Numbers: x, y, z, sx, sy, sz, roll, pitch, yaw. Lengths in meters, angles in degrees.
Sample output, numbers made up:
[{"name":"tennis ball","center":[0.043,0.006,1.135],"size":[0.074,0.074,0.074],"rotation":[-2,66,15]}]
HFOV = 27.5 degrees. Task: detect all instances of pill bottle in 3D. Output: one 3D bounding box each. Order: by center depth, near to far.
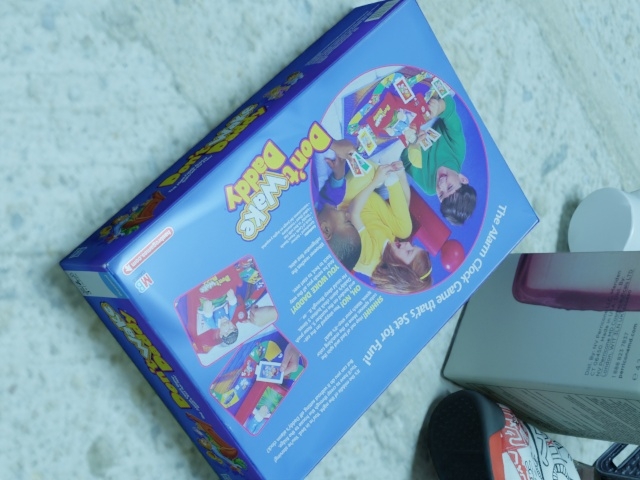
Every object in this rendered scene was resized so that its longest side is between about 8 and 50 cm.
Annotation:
[{"name":"pill bottle","center":[0.332,0.012,1.253],"size":[0.194,0.108,0.108],"rotation":[17,80,-35]}]

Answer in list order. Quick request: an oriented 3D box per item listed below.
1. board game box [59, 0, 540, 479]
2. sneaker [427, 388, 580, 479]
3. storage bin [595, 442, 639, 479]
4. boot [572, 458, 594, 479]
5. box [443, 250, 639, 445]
[{"name":"board game box","center":[0.000,0.000,1.034],"size":[0.347,0.078,0.233],"rotation":[-44,114,-27]},{"name":"sneaker","center":[0.168,0.265,1.095],"size":[0.145,0.090,0.270],"rotation":[31,42,-35]},{"name":"storage bin","center":[0.368,0.226,1.232],"size":[0.122,0.180,0.084],"rotation":[-35,110,-31]},{"name":"boot","center":[0.260,0.260,1.247],"size":[0.106,0.037,0.114],"rotation":[-1,86,-38]},{"name":"box","center":[0.247,0.093,1.115],"size":[0.149,0.232,0.126],"rotation":[31,72,-32]}]
